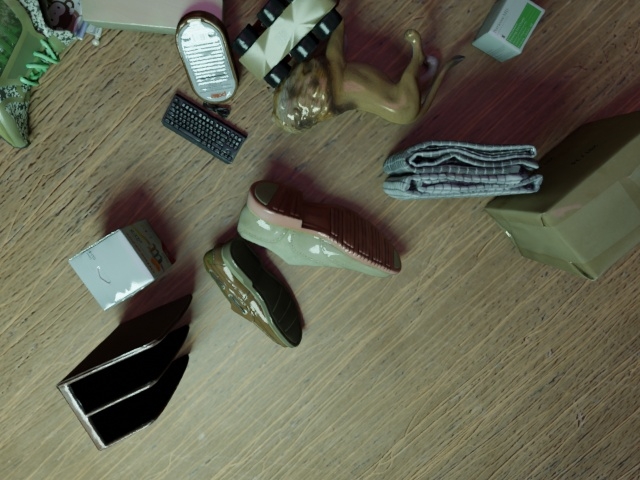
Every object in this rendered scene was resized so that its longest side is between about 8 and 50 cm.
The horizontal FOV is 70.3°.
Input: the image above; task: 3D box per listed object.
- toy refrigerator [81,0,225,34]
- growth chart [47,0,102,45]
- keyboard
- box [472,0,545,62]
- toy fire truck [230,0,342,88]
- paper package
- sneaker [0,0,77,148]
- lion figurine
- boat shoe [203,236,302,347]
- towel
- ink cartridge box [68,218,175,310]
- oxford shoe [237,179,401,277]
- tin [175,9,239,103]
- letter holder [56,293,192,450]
[{"bbox_3d":[-0.335,-0.486,0.936,0.269,0.094,0.102,1,105,-8],"label":"toy refrigerator"},{"bbox_3d":[-0.565,-0.503,0.962,0.237,0.021,0.172,13,100,-5],"label":"growth chart"},{"bbox_3d":[-0.256,-0.262,1.023,0.180,0.023,0.108,31,97,-9],"label":"keyboard"},{"bbox_3d":[0.406,-0.463,0.988,0.087,0.102,0.101,28,98,-6],"label":"box"},{"bbox_3d":[-0.070,-0.470,0.925,0.217,0.246,0.158,-34,118,32],"label":"toy fire truck"},{"bbox_3d":[0.566,-0.104,0.956,0.325,0.309,0.168,-42,96,3],"label":"paper package"},{"bbox_3d":[-0.592,-0.388,0.914,0.181,0.158,0.411,0,111,-18],"label":"sneaker"},{"bbox_3d":[0.099,-0.324,0.967,0.391,0.142,0.241,10,85,2],"label":"lion figurine"},{"bbox_3d":[-0.154,0.131,1.067,0.104,0.111,0.307,-21,109,29],"label":"boat shoe"},{"bbox_3d":[0.288,-0.152,0.971,0.283,0.235,0.122,-3,94,-3],"label":"towel"},{"bbox_3d":[-0.422,0.046,0.988,0.127,0.176,0.128,-31,101,2],"label":"ink cartridge box"},{"bbox_3d":[0.000,0.000,1.052,0.396,0.141,0.147,26,128,-12],"label":"oxford shoe"},{"bbox_3d":[-0.234,-0.374,0.946,0.106,0.040,0.190,-6,137,5],"label":"tin"},{"bbox_3d":[-0.354,0.252,0.965,0.214,0.302,0.152,-26,101,1],"label":"letter holder"}]
